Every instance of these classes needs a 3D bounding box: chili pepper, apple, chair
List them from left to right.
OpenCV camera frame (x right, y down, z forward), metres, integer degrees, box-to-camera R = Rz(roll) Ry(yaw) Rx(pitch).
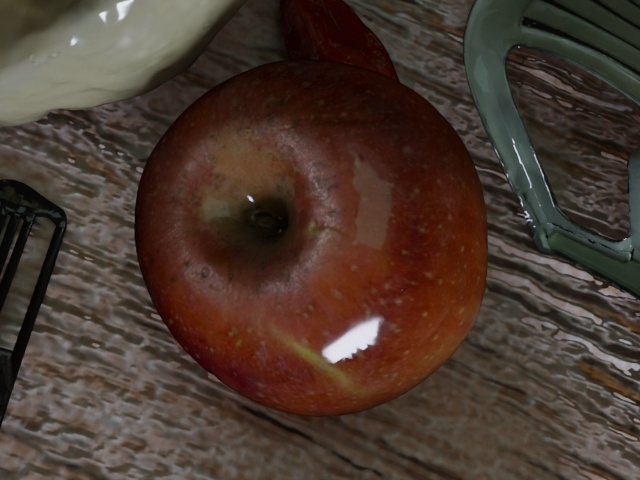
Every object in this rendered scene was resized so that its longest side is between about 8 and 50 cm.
[{"bbox_3d":[-0.204,0.047,0.787,0.084,0.101,0.213,15,70,-3],"label":"chair"},{"bbox_3d":[0.000,0.000,0.798,0.201,0.162,0.201,-4,80,24],"label":"apple"},{"bbox_3d":[0.019,-0.100,0.898,0.059,0.050,0.191,-22,65,-12],"label":"chili pepper"},{"bbox_3d":[0.238,-0.073,0.847,0.203,0.191,0.274,-39,39,-19],"label":"chair"}]

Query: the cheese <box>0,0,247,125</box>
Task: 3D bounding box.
[{"bbox_3d":[-0.162,-0.224,0.814,0.318,0.115,0.326,34,100,25],"label":"cheese"}]
